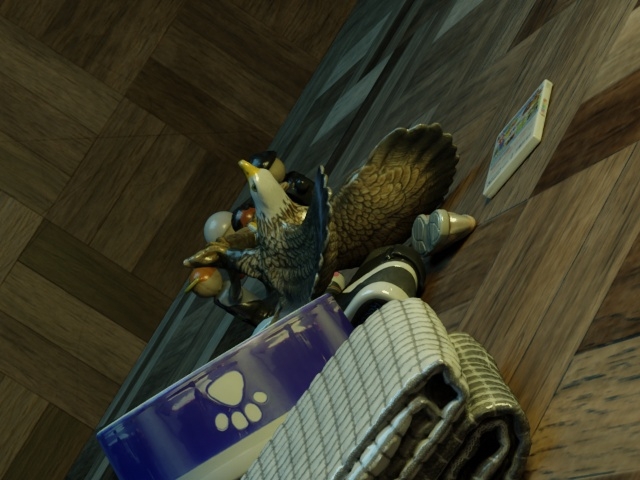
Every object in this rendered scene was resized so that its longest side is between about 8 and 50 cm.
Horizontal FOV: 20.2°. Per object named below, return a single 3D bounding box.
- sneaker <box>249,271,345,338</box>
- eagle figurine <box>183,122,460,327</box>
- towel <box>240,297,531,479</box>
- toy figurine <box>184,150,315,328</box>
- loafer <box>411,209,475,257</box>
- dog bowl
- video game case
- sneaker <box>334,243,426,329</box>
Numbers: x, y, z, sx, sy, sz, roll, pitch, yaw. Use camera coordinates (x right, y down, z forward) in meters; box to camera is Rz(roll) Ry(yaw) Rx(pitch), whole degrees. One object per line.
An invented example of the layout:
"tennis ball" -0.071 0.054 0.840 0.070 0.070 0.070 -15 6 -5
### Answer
"sneaker" -0.032 0.115 2.126 0.178 0.072 0.077 -60 17 20
"eagle figurine" -0.007 -0.006 1.950 0.298 0.225 0.226 -9 65 45
"towel" 0.030 0.193 1.309 0.283 0.121 0.235 -54 10 7
"toy figurine" -0.090 -0.001 2.608 0.213 0.148 0.209 -50 10 35
"loafer" 0.123 -0.007 1.820 0.125 0.039 0.045 149 120 -78
"dog bowl" -0.075 0.159 1.699 0.265 0.104 0.265 -31 -3 -2
"video game case" 0.199 -0.102 1.806 0.087 0.011 0.122 -52 10 33
"sneaker" 0.037 0.083 1.848 0.217 0.079 0.121 -40 13 39
